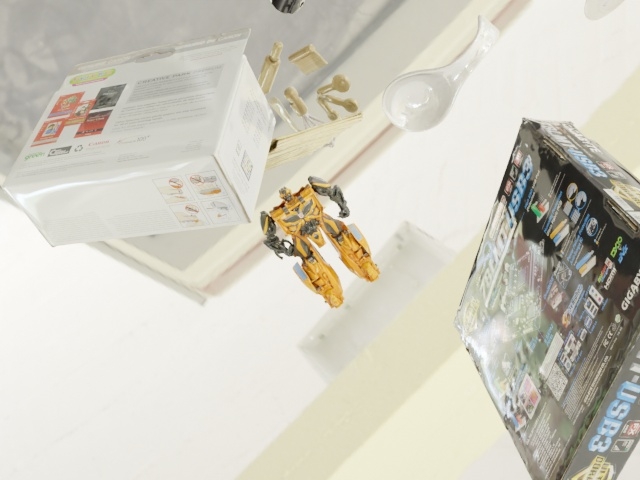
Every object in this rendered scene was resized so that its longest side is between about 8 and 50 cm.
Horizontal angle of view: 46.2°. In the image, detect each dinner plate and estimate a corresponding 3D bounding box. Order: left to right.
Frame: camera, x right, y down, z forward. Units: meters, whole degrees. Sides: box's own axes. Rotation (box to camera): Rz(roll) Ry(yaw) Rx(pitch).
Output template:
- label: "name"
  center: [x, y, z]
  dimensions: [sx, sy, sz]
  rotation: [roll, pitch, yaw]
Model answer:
- label: "dinner plate"
  center: [0.568, -0.483, 1.446]
  dimensions: [0.141, 0.141, 0.017]
  rotation: [-41, -120, 9]

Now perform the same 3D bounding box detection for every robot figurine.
- label: "robot figurine"
  center: [0.000, 0.000, 1.679]
  dimensions: [0.211, 0.291, 0.085]
  rotation: [-37, -162, 0]

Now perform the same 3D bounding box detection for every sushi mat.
- label: "sushi mat"
  center: [-0.047, -0.157, 1.287]
  dimensions: [0.151, 0.019, 0.316]
  rotation: [-30, -179, 33]

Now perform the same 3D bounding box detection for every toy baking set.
- label: "toy baking set"
  center: [-0.037, -0.262, 1.428]
  dimensions: [0.030, 0.197, 0.256]
  rotation: [-59, -176, -35]

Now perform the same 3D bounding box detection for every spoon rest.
- label: "spoon rest"
  center: [0.236, -0.319, 1.487]
  dimensions: [0.276, 0.137, 0.084]
  rotation: [-44, -159, 33]

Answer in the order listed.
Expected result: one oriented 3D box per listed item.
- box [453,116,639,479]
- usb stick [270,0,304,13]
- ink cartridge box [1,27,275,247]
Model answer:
- label: "box"
  center: [0.250, 0.064, 0.779]
  dimensions: [0.293, 0.073, 0.295]
  rotation: [-107, -154, -57]
- label: "usb stick"
  center: [-0.009, -0.335, 0.794]
  dimensions: [0.045, 0.077, 0.278]
  rotation: [-13, 171, -20]
- label: "ink cartridge box"
  center: [-0.233, -0.145, 1.049]
  dimensions: [0.309, 0.130, 0.271]
  rotation: [-6, -132, 18]
